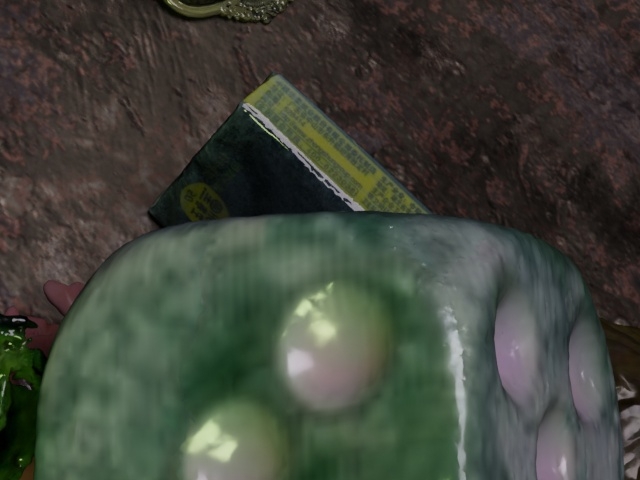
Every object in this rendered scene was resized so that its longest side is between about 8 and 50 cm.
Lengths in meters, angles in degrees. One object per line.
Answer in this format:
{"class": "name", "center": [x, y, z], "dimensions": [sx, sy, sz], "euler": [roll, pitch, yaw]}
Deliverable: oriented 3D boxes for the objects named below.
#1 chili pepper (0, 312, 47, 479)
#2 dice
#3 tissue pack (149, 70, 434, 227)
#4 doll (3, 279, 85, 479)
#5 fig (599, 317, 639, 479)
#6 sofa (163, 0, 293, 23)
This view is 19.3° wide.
{"class": "chili pepper", "center": [-0.362, 0.034, 1.294], "dimensions": [0.385, 0.213, 0.167], "euler": [30, 61, 14]}
{"class": "dice", "center": [0.015, 0.172, 1.324], "dimensions": [0.330, 0.328, 0.348], "euler": [18, 69, -62]}
{"class": "tissue pack", "center": [0.000, 0.000, 1.603], "dimensions": [0.257, 0.185, 0.081], "euler": [43, 48, -2]}
{"class": "doll", "center": [-0.227, 0.130, 1.429], "dimensions": [0.211, 0.093, 0.262], "euler": [29, 49, -11]}
{"class": "fig", "center": [0.263, 0.149, 1.570], "dimensions": [0.286, 0.368, 0.286], "euler": [23, 40, -21]}
{"class": "sofa", "center": [-0.054, -0.335, 1.783], "dimensions": [0.258, 0.200, 0.182], "euler": [-21, 72, -43]}
